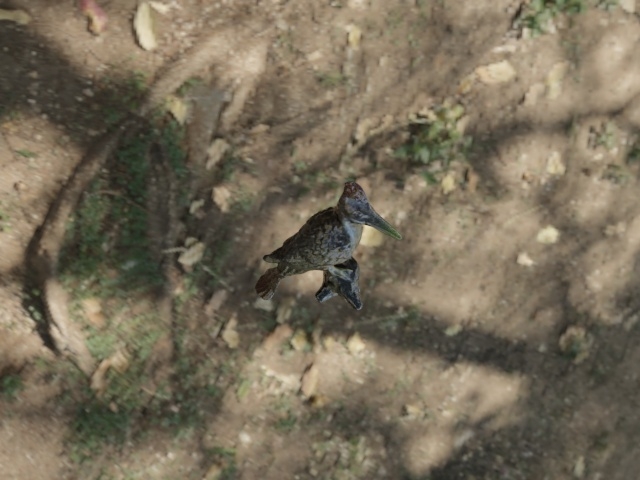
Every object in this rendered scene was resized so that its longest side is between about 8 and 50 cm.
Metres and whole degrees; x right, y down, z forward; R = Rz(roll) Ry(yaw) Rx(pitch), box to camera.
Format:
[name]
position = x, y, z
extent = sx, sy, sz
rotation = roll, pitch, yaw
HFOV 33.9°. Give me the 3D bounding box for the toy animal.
[toy animal]
position = 0.008, 0.004, 0.980
extent = 0.105, 0.202, 0.070
rotation = 9, 60, -15
